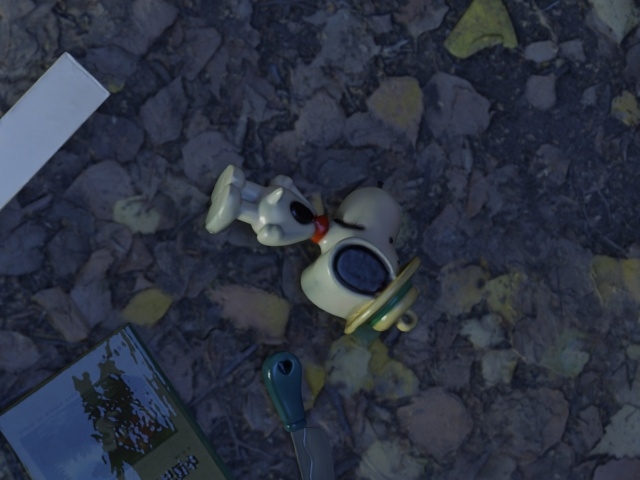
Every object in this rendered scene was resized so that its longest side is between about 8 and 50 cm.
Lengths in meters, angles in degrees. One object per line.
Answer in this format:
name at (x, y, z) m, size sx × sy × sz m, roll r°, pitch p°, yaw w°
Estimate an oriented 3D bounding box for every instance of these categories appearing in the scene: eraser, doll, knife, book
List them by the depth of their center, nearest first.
eraser at (-0.381, -0.090, 1.766) m, size 0.076 × 0.078 × 0.298 m, roll 43°, pitch 73°, yaw -11°
book at (-0.241, 0.274, 1.816) m, size 0.215 × 0.025 × 0.283 m, roll -37°, pitch 96°, yaw -20°
doll at (-0.009, 0.015, 1.874) m, size 0.271 × 0.144 × 0.208 m, roll 5°, pitch 63°, yaw -22°
knife at (-0.017, 0.257, 1.898) m, size 0.058 × 0.032 × 0.244 m, roll -22°, pitch 98°, yaw -28°
